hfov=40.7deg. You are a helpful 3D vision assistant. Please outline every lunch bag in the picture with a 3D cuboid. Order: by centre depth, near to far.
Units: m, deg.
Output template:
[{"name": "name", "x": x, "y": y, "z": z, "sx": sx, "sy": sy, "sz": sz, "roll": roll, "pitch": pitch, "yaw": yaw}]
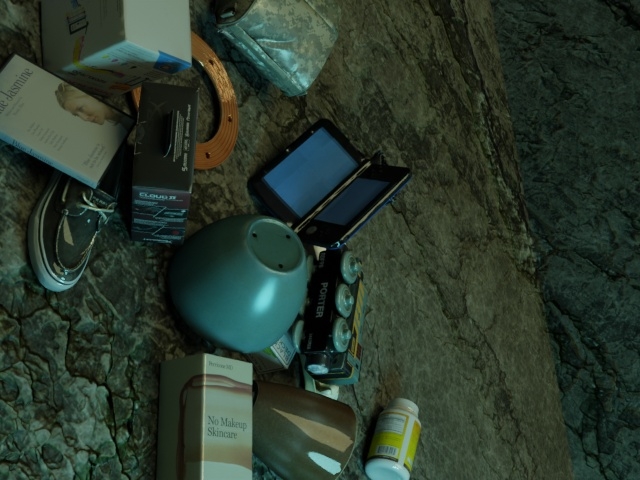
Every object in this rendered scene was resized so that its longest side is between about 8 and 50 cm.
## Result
[{"name": "lunch bag", "x": -0.113, "y": -0.530, "z": 2.110, "sx": 0.305, "sy": 0.213, "sz": 0.256, "roll": 41, "pitch": 46, "yaw": -39}]

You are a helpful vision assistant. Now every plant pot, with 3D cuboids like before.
[{"name": "plant pot", "x": -0.140, "y": 0.059, "z": 1.769, "sx": 0.290, "sy": 0.195, "sz": 0.290, "roll": 20, "pitch": 49, "yaw": -24}, {"name": "plant pot", "x": -0.077, "y": 0.397, "z": 1.841, "sx": 0.230, "sy": 0.215, "sz": 0.215, "roll": 34, "pitch": 49, "yaw": -26}]

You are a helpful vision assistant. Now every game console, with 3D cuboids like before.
[{"name": "game console", "x": 0.023, "y": -0.144, "z": 2.053, "sx": 0.293, "sy": 0.250, "sz": 0.173, "roll": -44, "pitch": 121, "yaw": -23}]

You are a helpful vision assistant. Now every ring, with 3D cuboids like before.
[{"name": "ring", "x": -0.303, "y": -0.318, "z": 1.918, "sx": 0.336, "sy": 0.032, "sz": 0.336, "roll": 28, "pitch": 55, "yaw": -49}]

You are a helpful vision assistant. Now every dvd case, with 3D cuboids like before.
[{"name": "dvd case", "x": -0.474, "y": -0.217, "z": 1.536, "sx": 0.253, "sy": 0.022, "sz": 0.180, "roll": 29, "pitch": 50, "yaw": -12}]

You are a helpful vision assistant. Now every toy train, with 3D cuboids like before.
[{"name": "toy train", "x": 0.032, "y": 0.171, "z": 1.978, "sx": 0.190, "sy": 0.142, "sz": 0.334, "roll": 56, "pitch": 35, "yaw": -47}]

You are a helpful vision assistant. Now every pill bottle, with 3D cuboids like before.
[{"name": "pill bottle", "x": 0.193, "y": 0.520, "z": 2.238, "sx": 0.117, "sy": 0.117, "sz": 0.215, "roll": 53, "pitch": 40, "yaw": -30}]

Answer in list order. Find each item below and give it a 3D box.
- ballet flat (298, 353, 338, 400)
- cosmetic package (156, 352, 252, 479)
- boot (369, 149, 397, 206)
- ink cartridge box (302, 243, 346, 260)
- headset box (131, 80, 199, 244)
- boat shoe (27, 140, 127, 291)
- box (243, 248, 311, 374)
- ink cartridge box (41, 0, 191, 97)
[{"name": "ballet flat", "x": 0.000, "y": 0.334, "z": 2.062, "sx": 0.086, "sy": 0.086, "sz": 0.248, "roll": -9, "pitch": 86, "yaw": -56}, {"name": "cosmetic package", "x": -0.223, "y": 0.381, "z": 1.676, "sx": 0.153, "sy": 0.129, "sz": 0.296, "roll": 20, "pitch": 61, "yaw": -50}, {"name": "boot", "x": 0.092, "y": -0.084, "z": 2.220, "sx": 0.091, "sy": 0.229, "sz": 0.263, "roll": 6, "pitch": 73, "yaw": -57}, {"name": "ink cartridge box", "x": 0.000, "y": 0.000, "z": 2.156, "sx": 0.090, "sy": 0.092, "sz": 0.143, "roll": -18, "pitch": 92, "yaw": -25}, {"name": "headset box", "x": -0.296, "y": -0.145, "z": 1.632, "sx": 0.110, "sy": 0.293, "sz": 0.218, "roll": 5, "pitch": 67, "yaw": -11}, {"name": "boat shoe", "x": -0.431, "y": -0.073, "z": 1.556, "sx": 0.121, "sy": 0.119, "sz": 0.335, "roll": 34, "pitch": 51, "yaw": -45}, {"name": "box", "x": -0.099, "y": 0.146, "z": 1.984, "sx": 0.169, "sy": 0.087, "sz": 0.290, "roll": 58, "pitch": 38, "yaw": -24}, {"name": "ink cartridge box", "x": -0.389, "y": -0.395, "z": 1.640, "sx": 0.171, "sy": 0.233, "sz": 0.168, "roll": 11, "pitch": 71, "yaw": -54}]
